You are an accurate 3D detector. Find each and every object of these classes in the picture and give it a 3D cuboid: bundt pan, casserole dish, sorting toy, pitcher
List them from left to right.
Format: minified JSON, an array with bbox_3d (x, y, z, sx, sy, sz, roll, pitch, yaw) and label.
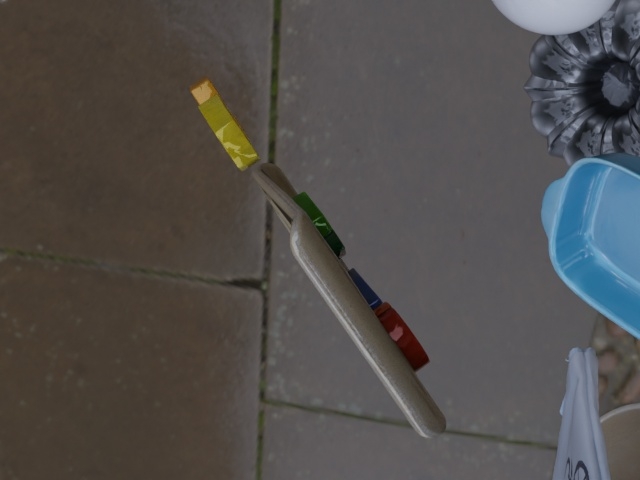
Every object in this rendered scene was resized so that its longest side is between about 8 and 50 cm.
[{"bbox_3d":[0.000,0.000,0.931,0.041,0.229,0.307,-34,109,1],"label":"sorting toy"},{"bbox_3d":[0.222,-0.275,1.048,0.177,0.126,0.207,-31,161,30],"label":"pitcher"},{"bbox_3d":[0.440,-0.228,1.669,0.330,0.124,0.331,12,108,39],"label":"bundt pan"},{"bbox_3d":[0.215,0.017,0.668,0.188,0.037,0.114,38,144,30],"label":"casserole dish"}]

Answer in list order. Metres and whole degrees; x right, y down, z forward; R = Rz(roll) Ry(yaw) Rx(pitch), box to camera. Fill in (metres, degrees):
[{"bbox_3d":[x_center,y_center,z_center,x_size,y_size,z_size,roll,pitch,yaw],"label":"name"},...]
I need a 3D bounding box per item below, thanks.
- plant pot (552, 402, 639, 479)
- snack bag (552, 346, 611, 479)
[{"bbox_3d":[0.408,0.308,1.121,0.274,0.256,0.256,14,133,-28],"label":"plant pot"},{"bbox_3d":[0.184,0.297,0.791,0.037,0.342,0.323,3,120,5],"label":"snack bag"}]
